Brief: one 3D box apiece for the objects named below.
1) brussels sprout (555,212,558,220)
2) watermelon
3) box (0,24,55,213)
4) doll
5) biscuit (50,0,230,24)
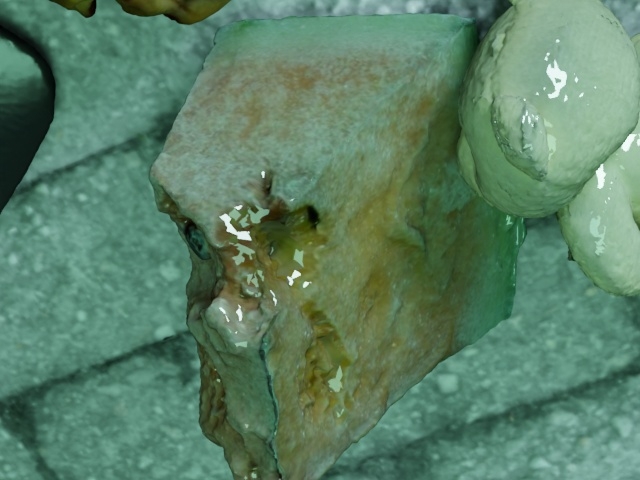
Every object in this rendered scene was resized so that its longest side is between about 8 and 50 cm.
[{"bbox_3d":[0.209,-0.020,1.345,0.083,0.046,0.051,-7,127,9],"label":"brussels sprout"},{"bbox_3d":[-0.007,-0.007,1.293,0.151,0.302,0.264,16,132,38],"label":"watermelon"},{"bbox_3d":[-0.302,-0.100,1.347,0.212,0.042,0.201,30,119,-14],"label":"box"},{"bbox_3d":[0.198,-0.056,1.263,0.278,0.175,0.149,28,136,-28],"label":"doll"},{"bbox_3d":[-0.145,-0.269,1.146,0.334,0.081,0.289,39,123,-17],"label":"biscuit"}]
